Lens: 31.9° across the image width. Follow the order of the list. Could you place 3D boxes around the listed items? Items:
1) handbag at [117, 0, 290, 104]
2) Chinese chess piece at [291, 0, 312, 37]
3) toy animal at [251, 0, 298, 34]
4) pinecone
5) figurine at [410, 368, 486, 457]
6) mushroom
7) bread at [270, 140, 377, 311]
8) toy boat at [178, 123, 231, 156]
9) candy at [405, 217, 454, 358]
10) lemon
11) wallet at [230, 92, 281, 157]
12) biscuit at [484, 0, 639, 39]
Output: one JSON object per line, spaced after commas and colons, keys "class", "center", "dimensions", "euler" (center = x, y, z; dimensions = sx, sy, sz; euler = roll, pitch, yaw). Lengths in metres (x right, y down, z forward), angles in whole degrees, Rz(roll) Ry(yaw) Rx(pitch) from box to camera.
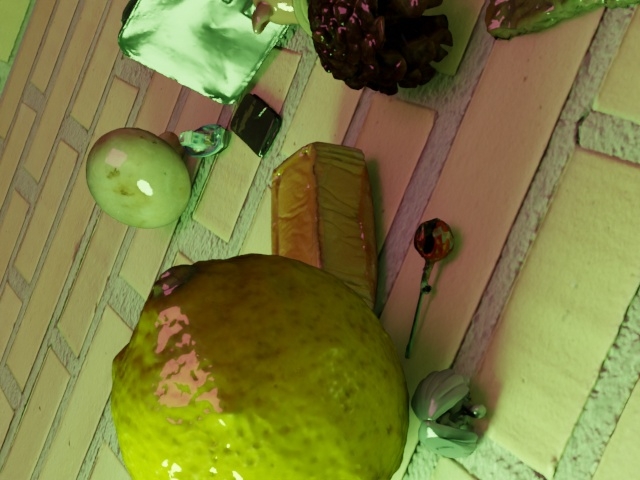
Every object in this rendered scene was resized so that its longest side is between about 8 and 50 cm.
{"class": "handbag", "center": [-0.198, -0.389, 1.948], "dimensions": [0.260, 0.248, 0.079], "euler": [-49, 23, 33]}
{"class": "Chinese chess piece", "center": [0.027, -0.365, 1.693], "dimensions": [0.144, 0.144, 0.058], "euler": [-56, 1, 24]}
{"class": "toy animal", "center": [-0.007, -0.438, 1.787], "dimensions": [0.248, 0.149, 0.165], "euler": [-34, 42, 27]}
{"class": "pinecone", "center": [0.078, -0.302, 1.527], "dimensions": [0.229, 0.201, 0.202], "euler": [10, 88, 61]}
{"class": "figurine", "center": [0.150, 0.198, 1.299], "dimensions": [0.094, 0.082, 0.086], "euler": [-16, 44, 42]}
{"class": "mushroom", "center": [-0.324, -0.134, 2.100], "dimensions": [0.207, 0.207, 0.215], "euler": [-37, 12, 43]}
{"class": "bread", "center": [0.000, 0.000, 1.572], "dimensions": [0.152, 0.119, 0.288], "euler": [-32, 50, 42]}
{"class": "toy boat", "center": [-0.221, -0.184, 2.054], "dimensions": [0.140, 0.066, 0.059], "euler": [-5, 74, 57]}
{"class": "candy", "center": [0.131, 0.062, 1.423], "dimensions": [0.055, 0.049, 0.184], "euler": [-155, 76, -65]}
{"class": "lemon", "center": [-0.074, 0.185, 1.334], "dimensions": [0.350, 0.387, 0.350], "euler": [-25, 17, 8]}
{"class": "wallet", "center": [-0.113, -0.203, 1.943], "dimensions": [0.082, 0.018, 0.156], "euler": [-63, 32, 14]}
{"class": "biscuit", "center": [0.302, -0.349, 1.358], "dimensions": [0.274, 0.036, 0.187], "euler": [-9, 67, 55]}
